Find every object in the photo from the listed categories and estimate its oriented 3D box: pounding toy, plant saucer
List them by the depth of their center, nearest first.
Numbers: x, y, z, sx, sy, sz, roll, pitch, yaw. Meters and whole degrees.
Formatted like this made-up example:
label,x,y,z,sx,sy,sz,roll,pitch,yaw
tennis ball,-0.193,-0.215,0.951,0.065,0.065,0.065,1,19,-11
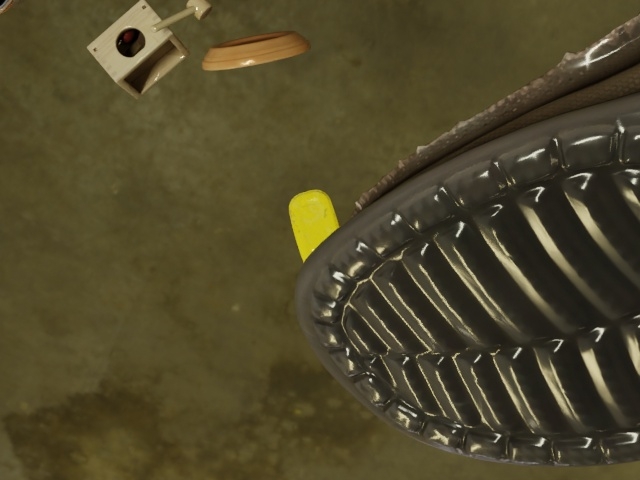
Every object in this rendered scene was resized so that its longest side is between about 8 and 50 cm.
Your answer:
label,x,y,z,sx,sy,sz,roll,pitch,yaw
pounding toy,-0.286,-0.358,1.657,0.206,0.181,0.094,-41,82,2
plant saucer,-0.117,-0.345,1.763,0.200,0.200,0.037,-5,108,19

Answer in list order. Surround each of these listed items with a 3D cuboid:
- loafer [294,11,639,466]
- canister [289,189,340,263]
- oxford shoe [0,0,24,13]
label,x,y,z,sx,sy,sz,roll,pitch,yaw
loafer,0.159,-0.032,0.346,0.366,0.130,0.134,-24,111,23
canister,0.000,0.000,1.509,0.073,0.126,0.170,-16,166,1
oxford shoe,-0.269,-0.200,0.690,0.130,0.364,0.133,-29,90,2
